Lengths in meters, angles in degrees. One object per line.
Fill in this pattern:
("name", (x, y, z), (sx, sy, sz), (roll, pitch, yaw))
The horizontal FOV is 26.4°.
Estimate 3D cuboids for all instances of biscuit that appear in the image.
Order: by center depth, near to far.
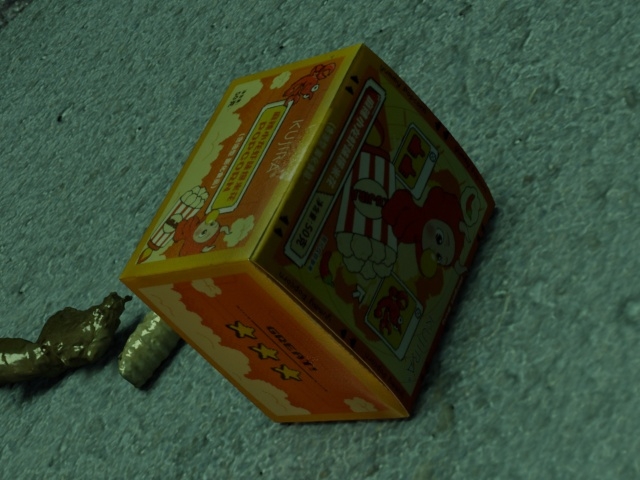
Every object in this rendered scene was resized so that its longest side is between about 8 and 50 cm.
("biscuit", (-0.177, 0.084, 1.691), (0.055, 0.061, 0.219), (33, 77, 14))

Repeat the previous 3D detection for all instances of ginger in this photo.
("ginger", (-0.373, 0.140, 1.831), (0.290, 0.084, 0.122), (-21, 44, 35))

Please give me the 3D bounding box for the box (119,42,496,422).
("box", (0.000, 0.000, 1.382), (0.214, 0.259, 0.283), (-8, 46, 42))
